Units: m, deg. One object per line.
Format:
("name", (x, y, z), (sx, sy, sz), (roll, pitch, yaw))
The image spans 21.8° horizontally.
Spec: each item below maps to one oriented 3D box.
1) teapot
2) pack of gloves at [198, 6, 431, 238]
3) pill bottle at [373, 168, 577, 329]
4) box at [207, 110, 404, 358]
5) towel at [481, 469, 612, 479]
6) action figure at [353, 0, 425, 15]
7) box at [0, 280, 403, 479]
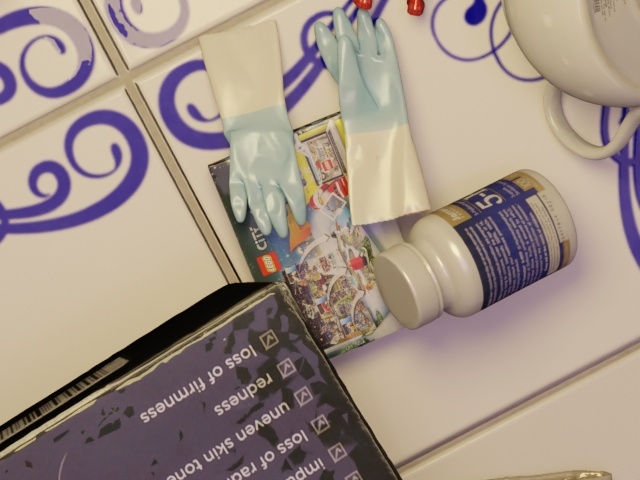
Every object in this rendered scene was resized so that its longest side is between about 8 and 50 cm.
("teapot", (0.268, -0.247, 1.640), (0.252, 0.187, 0.256), (36, 75, -33))
("pack of gloves", (-0.009, -0.124, 1.657), (0.195, 0.046, 0.232), (-12, 77, 0))
("pill bottle", (0.153, 0.013, 1.666), (0.187, 0.112, 0.112), (-26, 98, -20))
("box", (0.000, 0.000, 1.714), (0.159, 0.044, 0.233), (-22, 97, -1))
("towel", (0.178, 0.349, 1.764), (0.282, 0.049, 0.187), (-6, 98, -3))
("action figure", (0.086, -0.383, 1.664), (0.091, 0.139, 0.280), (6, 118, -7))
("box", (-0.136, 0.355, 1.536), (0.480, 0.297, 0.472), (-32, 94, -11))
